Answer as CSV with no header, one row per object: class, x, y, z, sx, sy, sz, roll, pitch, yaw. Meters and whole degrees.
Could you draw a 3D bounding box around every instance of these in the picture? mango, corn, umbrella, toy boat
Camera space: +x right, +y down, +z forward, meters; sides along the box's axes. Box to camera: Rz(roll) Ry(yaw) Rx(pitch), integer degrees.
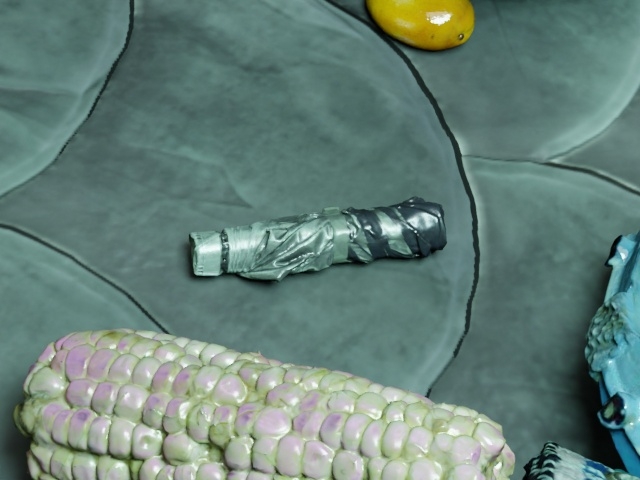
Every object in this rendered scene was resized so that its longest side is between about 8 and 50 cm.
mango,0.078,-0.180,1.390,0.089,0.046,0.060,19,55,16
corn,-0.037,0.122,1.069,0.335,0.126,0.126,4,53,30
umbrella,0.000,0.000,1.262,0.188,0.046,0.050,-5,22,-14
toy boat,0.230,0.081,1.195,0.109,0.098,0.238,20,33,1

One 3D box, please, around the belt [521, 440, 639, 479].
belt,0.142,0.254,1.048,0.150,0.207,0.257,23,57,7
